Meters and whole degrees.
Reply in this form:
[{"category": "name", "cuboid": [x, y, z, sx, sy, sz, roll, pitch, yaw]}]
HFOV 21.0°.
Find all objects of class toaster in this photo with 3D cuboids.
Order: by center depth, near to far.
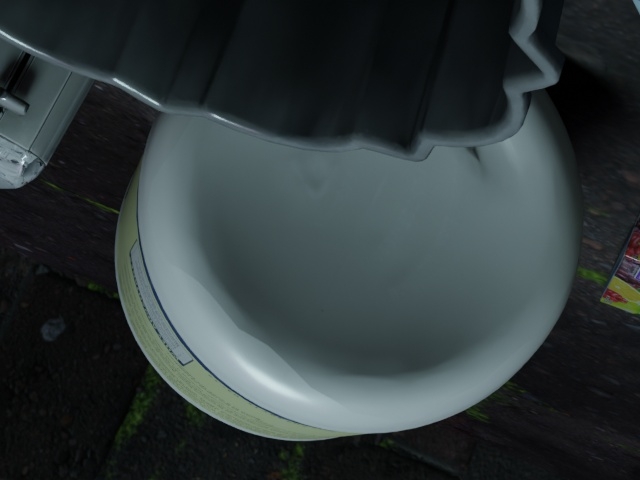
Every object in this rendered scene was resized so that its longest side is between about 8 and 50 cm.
[{"category": "toaster", "cuboid": [-0.237, -0.122, 1.169, 0.129, 0.146, 0.227, 32, 167, -31]}]

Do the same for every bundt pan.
[{"category": "bundt pan", "cuboid": [-0.054, -0.160, 0.598, 0.331, 0.124, 0.331, 21, 165, 6]}]

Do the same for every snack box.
[{"category": "snack box", "cuboid": [0.247, 0.030, 1.160, 0.100, 0.037, 0.141, 21, 168, 8]}]

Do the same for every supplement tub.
[{"category": "supplement tub", "cuboid": [0.000, 0.000, 1.024, 0.235, 0.235, 0.325, 25, 169, -6]}]

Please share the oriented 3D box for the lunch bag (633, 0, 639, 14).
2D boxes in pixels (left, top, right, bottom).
[{"category": "lunch bag", "cuboid": [0.183, -0.099, 0.578, 0.151, 0.096, 0.129, 2, 157, 26]}]
